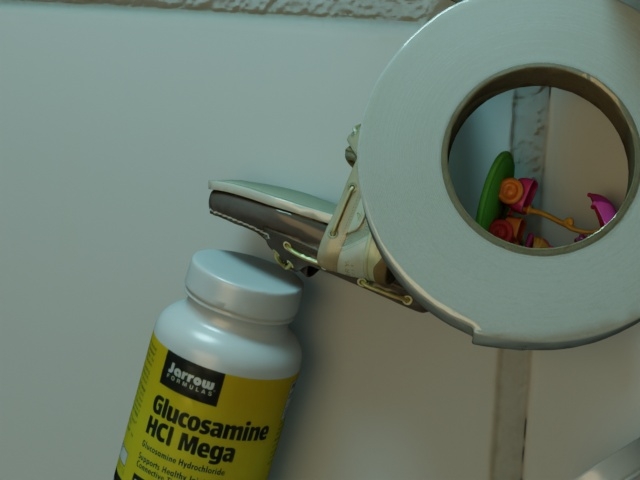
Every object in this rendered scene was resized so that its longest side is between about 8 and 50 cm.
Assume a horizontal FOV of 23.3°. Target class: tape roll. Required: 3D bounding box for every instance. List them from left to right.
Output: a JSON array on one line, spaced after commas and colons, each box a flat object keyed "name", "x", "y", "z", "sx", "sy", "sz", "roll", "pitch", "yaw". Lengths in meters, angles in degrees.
[{"name": "tape roll", "x": 0.230, "y": -0.077, "z": 1.641, "sx": 0.392, "sy": 0.072, "sz": 0.392, "roll": -1, "pitch": 78, "yaw": 4}]

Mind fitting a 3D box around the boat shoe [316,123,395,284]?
[{"name": "boat shoe", "x": 0.073, "y": -0.101, "z": 1.760, "sx": 0.098, "sy": 0.109, "sz": 0.302, "roll": 12, "pitch": 75, "yaw": 17}]

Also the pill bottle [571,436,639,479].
[{"name": "pill bottle", "x": 0.380, "y": 0.375, "z": 1.642, "sx": 0.181, "sy": 0.181, "sz": 0.323, "roll": -38, "pitch": 76, "yaw": 27}]

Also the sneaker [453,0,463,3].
[{"name": "sneaker", "x": 0.218, "y": -0.369, "z": 1.718, "sx": 0.108, "sy": 0.100, "sz": 0.271, "roll": 50, "pitch": 122, "yaw": 4}]

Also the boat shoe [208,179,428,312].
[{"name": "boat shoe", "x": 0.000, "y": 0.000, "z": 1.866, "sx": 0.324, "sy": 0.116, "sz": 0.096, "roll": 16, "pitch": 100, "yaw": 22}]

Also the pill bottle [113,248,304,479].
[{"name": "pill bottle", "x": -0.132, "y": 0.190, "z": 1.916, "sx": 0.188, "sy": 0.188, "sz": 0.334, "roll": 23, "pitch": 106, "yaw": 26}]

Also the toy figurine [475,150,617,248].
[{"name": "toy figurine", "x": 0.257, "y": 0.002, "z": 1.711, "sx": 0.159, "sy": 0.130, "sz": 0.173, "roll": 14, "pitch": 86, "yaw": 19}]
